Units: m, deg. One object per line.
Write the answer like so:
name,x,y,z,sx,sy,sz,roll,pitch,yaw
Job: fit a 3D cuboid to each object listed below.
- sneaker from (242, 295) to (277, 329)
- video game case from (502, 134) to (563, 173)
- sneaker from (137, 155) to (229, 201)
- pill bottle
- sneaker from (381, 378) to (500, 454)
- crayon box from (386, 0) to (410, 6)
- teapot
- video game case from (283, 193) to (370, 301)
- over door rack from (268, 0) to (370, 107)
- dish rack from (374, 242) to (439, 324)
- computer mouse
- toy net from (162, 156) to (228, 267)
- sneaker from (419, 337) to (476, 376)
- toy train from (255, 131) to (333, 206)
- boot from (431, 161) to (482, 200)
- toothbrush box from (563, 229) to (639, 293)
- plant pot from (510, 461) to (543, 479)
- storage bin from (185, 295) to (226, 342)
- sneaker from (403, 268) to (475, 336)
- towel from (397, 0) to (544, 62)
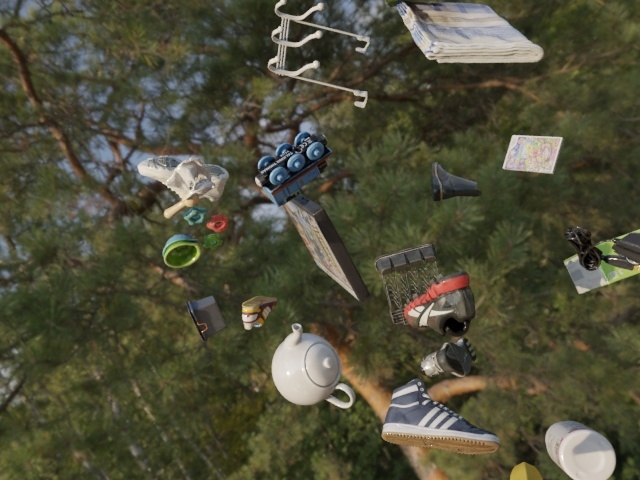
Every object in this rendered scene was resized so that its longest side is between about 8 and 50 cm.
sneaker,-0.195,0.227,1.745,0.185,0.070,0.083,-9,-77,-66
video game case,0.499,-0.204,1.300,0.011,0.122,0.087,21,-95,-46
sneaker,-0.364,-0.149,1.448,0.090,0.233,0.115,-88,12,-59
pill bottle,0.827,0.673,1.785,0.160,0.160,0.283,-45,-14,1
sneaker,0.301,0.435,1.373,0.099,0.283,0.153,69,-151,-46
crayon box,0.184,-0.514,1.011,0.166,0.081,0.278,-12,10,16
teapot,-0.020,0.419,1.812,0.256,0.252,0.187,14,-26,-36
video game case,0.000,0.000,1.369,0.035,0.248,0.274,-35,-59,-10
over door rack,0.016,-0.565,1.632,0.325,0.239,0.108,15,-25,-23
dish rack,0.309,0.157,1.855,0.209,0.074,0.271,-15,-60,4
computer mouse,0.548,0.038,0.914,0.184,0.262,0.060,32,-111,-54
toy net,-0.213,-0.045,0.972,0.122,0.045,0.232,-6,-40,-24
sneaker,0.296,0.306,1.354,0.132,0.086,0.229,-30,-17,24
toy train,-0.056,-0.160,1.215,0.184,0.080,0.105,-35,-40,-10
boot,0.405,-0.177,1.667,0.197,0.137,0.076,-80,-15,-52
toothbrush box,0.919,0.048,1.654,0.284,0.122,0.206,-18,-14,-1
plant pot,0.671,0.776,1.800,0.081,0.081,0.083,-51,17,39
storage bin,-0.367,0.250,1.793,0.091,0.135,0.098,-25,25,-12
sneaker,0.281,0.175,1.303,0.098,0.135,0.276,-12,-21,-21
towel,0.267,-0.396,1.028,0.210,0.284,0.034,-1,-51,-6
